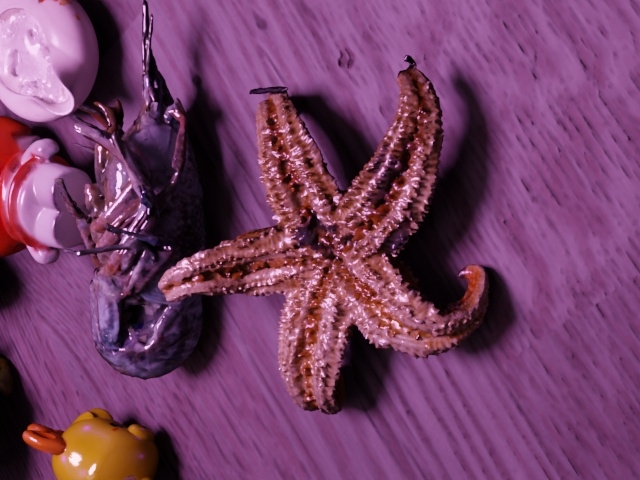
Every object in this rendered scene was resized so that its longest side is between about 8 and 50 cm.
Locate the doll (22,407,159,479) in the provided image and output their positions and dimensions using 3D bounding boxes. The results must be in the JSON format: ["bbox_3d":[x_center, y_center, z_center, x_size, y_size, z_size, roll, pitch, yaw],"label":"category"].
[{"bbox_3d":[-0.222,0.259,1.092,0.221,0.143,0.135,29,85,23],"label":"doll"}]

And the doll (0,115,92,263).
[{"bbox_3d":[-0.361,-0.061,1.135,0.290,0.130,0.161,15,111,39],"label":"doll"}]

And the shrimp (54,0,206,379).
[{"bbox_3d":[-0.179,-0.035,0.981,0.137,0.172,0.372,-10,106,-6],"label":"shrimp"}]

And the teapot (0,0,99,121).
[{"bbox_3d":[-0.302,-0.204,1.089,0.226,0.092,0.145,38,115,25],"label":"teapot"}]

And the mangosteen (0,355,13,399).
[{"bbox_3d":[-0.486,0.211,1.225,0.243,0.243,0.242,6,101,35],"label":"mangosteen"}]

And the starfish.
[{"bbox_3d":[-0.001,-0.001,0.899,0.312,0.113,0.303,-25,85,27],"label":"starfish"}]
